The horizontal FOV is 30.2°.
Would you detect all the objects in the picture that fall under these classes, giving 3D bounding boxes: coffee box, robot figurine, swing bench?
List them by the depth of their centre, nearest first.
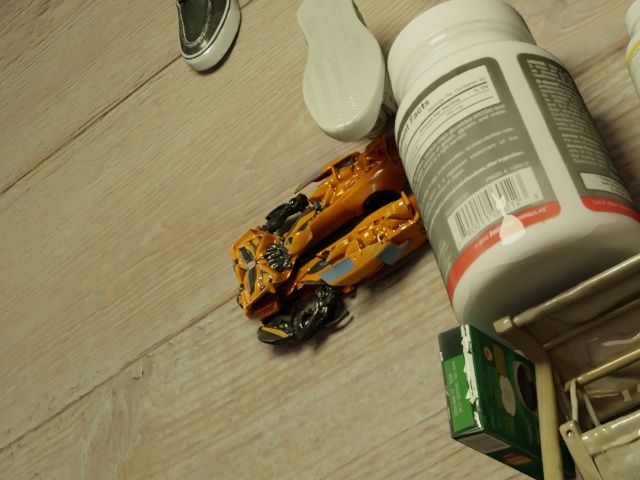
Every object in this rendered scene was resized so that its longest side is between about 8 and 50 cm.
[{"bbox_3d":[0.328,0.146,1.087,0.253,0.165,0.255,-30,46,24],"label":"swing bench"},{"bbox_3d":[0.186,0.165,1.172,0.040,0.184,0.113,-24,55,31],"label":"coffee box"},{"bbox_3d":[0.000,0.000,1.482,0.291,0.085,0.211,-34,48,20],"label":"robot figurine"}]

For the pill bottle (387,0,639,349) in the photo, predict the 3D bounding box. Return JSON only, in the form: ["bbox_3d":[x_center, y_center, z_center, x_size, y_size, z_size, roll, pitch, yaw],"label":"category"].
[{"bbox_3d":[0.199,-0.082,1.279,0.210,0.210,0.363,-32,50,22],"label":"pill bottle"}]

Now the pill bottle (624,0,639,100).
[{"bbox_3d":[0.384,-0.177,1.255,0.103,0.103,0.184,-27,52,25],"label":"pill bottle"}]

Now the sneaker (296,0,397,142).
[{"bbox_3d":[0.052,-0.181,1.481,0.108,0.169,0.292,-22,39,13],"label":"sneaker"}]

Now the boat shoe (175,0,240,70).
[{"bbox_3d":[-0.188,-0.411,1.848,0.113,0.105,0.306,-11,60,35],"label":"boat shoe"}]
